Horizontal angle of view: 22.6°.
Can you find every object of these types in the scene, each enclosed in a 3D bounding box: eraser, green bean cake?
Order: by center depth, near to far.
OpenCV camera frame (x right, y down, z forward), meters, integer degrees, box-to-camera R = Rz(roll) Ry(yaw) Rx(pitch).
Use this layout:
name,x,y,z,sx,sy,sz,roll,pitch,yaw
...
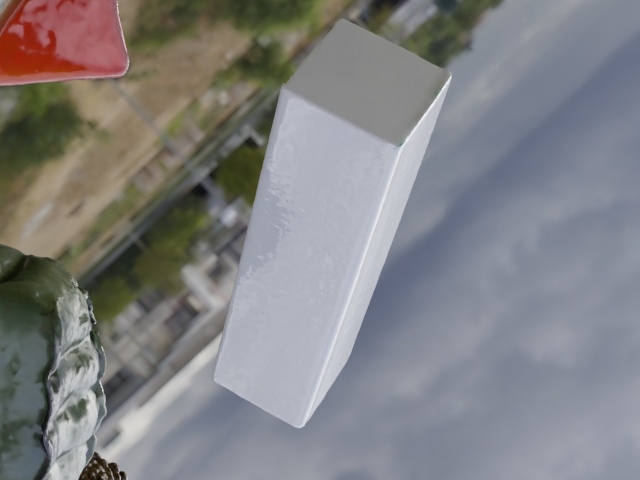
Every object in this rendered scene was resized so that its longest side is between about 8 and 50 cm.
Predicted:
name,x,y,z,sx,sy,sz,roll,pitch,yaw
eraser,-0.001,0.000,1.018,0.076,0.078,0.298,-54,168,-39
green bean cake,-0.263,0.108,1.051,0.125,0.227,0.223,-55,158,-70

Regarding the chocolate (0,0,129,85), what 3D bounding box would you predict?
name,x,y,z,sx,sy,sz,roll,pitch,yaw
chocolate,-0.373,-0.231,1.300,0.341,0.162,0.360,-7,-157,-26

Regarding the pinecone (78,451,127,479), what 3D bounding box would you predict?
name,x,y,z,sx,sy,sz,roll,pitch,yaw
pinecone,-0.212,0.232,1.399,0.102,0.102,0.109,-43,-179,-18
